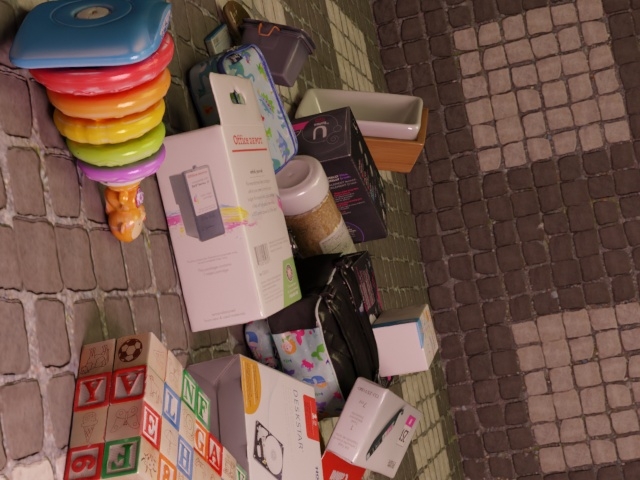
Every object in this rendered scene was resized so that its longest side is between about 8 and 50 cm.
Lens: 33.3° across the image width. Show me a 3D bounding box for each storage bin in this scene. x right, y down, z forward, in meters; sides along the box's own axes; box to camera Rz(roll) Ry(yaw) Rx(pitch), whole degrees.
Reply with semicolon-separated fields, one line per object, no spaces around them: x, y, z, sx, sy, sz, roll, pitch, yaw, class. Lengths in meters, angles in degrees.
-0.090;-0.337;1.932;0.098;0.135;0.091;46;61;-66;storage bin

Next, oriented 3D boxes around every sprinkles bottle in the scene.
0.000;0.000;2.090;0.121;0.121;0.355;-87;159;-46;sprinkles bottle

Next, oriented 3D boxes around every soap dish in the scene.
0.086;-0.241;2.344;0.229;0.290;0.118;-75;169;-63;soap dish

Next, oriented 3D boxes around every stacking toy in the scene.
-0.243;-0.127;1.261;0.175;0.165;0.302;-86;174;-58;stacking toy

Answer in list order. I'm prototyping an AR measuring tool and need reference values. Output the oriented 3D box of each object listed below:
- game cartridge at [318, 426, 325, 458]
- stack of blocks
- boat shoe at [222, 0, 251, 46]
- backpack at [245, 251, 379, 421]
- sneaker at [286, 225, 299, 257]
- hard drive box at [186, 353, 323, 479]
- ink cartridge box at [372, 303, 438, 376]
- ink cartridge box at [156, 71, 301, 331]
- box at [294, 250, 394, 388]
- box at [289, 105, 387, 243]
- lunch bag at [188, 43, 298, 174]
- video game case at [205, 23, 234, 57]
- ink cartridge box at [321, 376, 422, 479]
-0.017;0.480;1.788;0.285;0.052;0.324;-68;146;-66;game cartridge
-0.178;0.258;1.249;0.297;0.087;0.171;61;22;-49;stack of blocks
-0.149;-0.385;2.012;0.153;0.048;0.056;53;43;-46;boat shoe
-0.001;0.176;1.791;0.253;0.191;0.225;64;26;-22;backpack
-0.083;0.023;1.824;0.152;0.084;0.058;-78;152;-58;sneaker
-0.089;0.277;1.519;0.232;0.089;0.181;35;44;-59;hard drive box
0.154;0.176;1.939;0.143;0.090;0.092;-41;119;-70;ink cartridge box
-0.143;-0.060;1.586;0.207;0.119;0.353;-20;98;-75;ink cartridge box
0.027;0.163;1.977;0.142;0.163;0.247;-37;115;-72;box
0.025;-0.123;2.199;0.270;0.165;0.143;62;21;-48;box
-0.124;-0.213;1.787;0.219;0.090;0.176;69;25;-11;lunch bag
-0.163;-0.297;1.924;0.119;0.015;0.166;-71;146;-65;video game case
0.068;0.360;1.740;0.239;0.060;0.275;-65;158;-9;ink cartridge box
